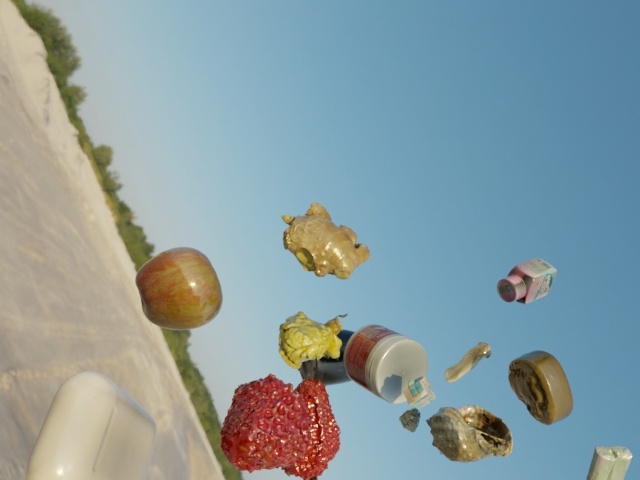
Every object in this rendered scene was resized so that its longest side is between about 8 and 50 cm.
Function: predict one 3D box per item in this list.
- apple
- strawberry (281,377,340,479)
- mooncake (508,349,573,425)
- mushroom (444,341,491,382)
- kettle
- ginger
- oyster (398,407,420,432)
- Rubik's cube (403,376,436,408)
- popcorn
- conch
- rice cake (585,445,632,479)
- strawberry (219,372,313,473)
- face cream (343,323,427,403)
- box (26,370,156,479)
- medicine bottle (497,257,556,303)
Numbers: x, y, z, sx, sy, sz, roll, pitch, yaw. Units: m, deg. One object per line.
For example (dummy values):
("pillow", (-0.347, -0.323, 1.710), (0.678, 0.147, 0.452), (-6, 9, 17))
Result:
("apple", (-0.428, 0.148, 1.752), (0.257, 0.233, 0.257), (43, -39, 49))
("strawberry", (-0.042, 0.517, 1.527), (0.106, 0.188, 0.286), (-16, 109, -83))
("mooncake", (0.712, 0.471, 1.890), (0.235, 0.117, 0.235), (162, -90, -78))
("mushroom", (0.534, 0.448, 2.109), (0.059, 0.202, 0.054), (47, -7, 40))
("kettle", (0.072, 0.428, 2.125), (0.268, 0.290, 0.208), (129, -43, -57))
("ginger", (0.000, 0.000, 1.277), (0.216, 0.157, 0.102), (35, -36, 11))
("oyster", (0.316, 0.633, 2.034), (0.098, 0.100, 0.037), (-61, -142, 15))
("Rubik's cube", (0.266, 0.410, 1.577), (0.084, 0.075, 0.073), (56, 7, -52))
("popcorn", (-0.024, 0.287, 1.673), (0.168, 0.195, 0.174), (-174, -88, -77))
("conch", (0.480, 0.647, 1.888), (0.291, 0.210, 0.159), (24, -73, 40))
("rice cake", (0.636, 0.565, 1.314), (0.042, 0.080, 0.222), (-89, -175, -73))
("strawberry", (-0.148, 0.429, 1.325), (0.234, 0.233, 0.178), (64, 19, 10))
("face cream", (0.197, 0.376, 1.786), (0.187, 0.201, 0.201), (15, -53, 58))
("box", (-0.519, 0.491, 1.354), (0.349, 0.141, 0.289), (69, 24, -50))
("medicine bottle", (0.671, 0.140, 1.900), (0.094, 0.187, 0.119), (43, -43, 42))
